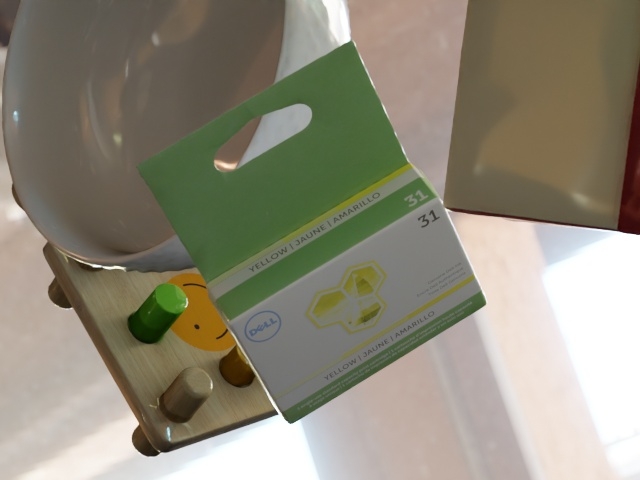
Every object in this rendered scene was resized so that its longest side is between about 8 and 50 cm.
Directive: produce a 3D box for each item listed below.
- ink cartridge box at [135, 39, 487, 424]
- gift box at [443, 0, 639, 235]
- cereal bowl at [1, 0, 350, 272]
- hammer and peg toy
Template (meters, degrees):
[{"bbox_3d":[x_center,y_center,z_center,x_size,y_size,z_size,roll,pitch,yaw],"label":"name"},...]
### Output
[{"bbox_3d":[0.000,0.000,1.333,0.171,0.056,0.235,-31,-45,-3],"label":"ink cartridge box"},{"bbox_3d":[0.227,-0.121,0.903,0.276,0.258,0.255,6,2,19],"label":"gift box"},{"bbox_3d":[-0.099,-0.133,1.567,0.141,0.339,0.339,13,-33,-44],"label":"cereal bowl"},{"bbox_3d":[-0.146,0.031,2.020,0.266,0.361,0.127,-14,-25,-41],"label":"hammer and peg toy"}]
